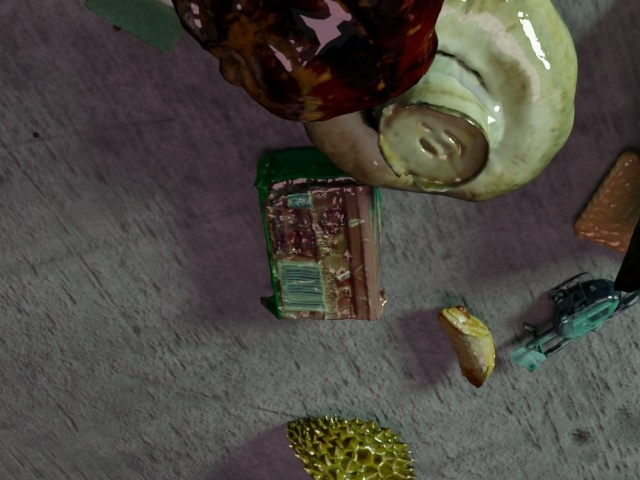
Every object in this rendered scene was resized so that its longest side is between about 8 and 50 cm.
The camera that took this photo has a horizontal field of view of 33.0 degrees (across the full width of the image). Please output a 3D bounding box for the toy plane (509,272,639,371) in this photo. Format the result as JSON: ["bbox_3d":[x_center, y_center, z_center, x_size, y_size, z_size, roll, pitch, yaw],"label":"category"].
[{"bbox_3d":[0.381,0.123,1.652,0.235,0.060,0.096,-37,131,25],"label":"toy plane"}]

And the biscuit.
[{"bbox_3d":[0.499,-0.029,1.526,0.249,0.030,0.160,18,129,-9],"label":"biscuit"}]

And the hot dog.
[{"bbox_3d":[0.237,0.156,1.684,0.078,0.061,0.169,20,145,48],"label":"hot dog"}]

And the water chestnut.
[{"bbox_3d":[-0.001,-0.262,1.055,0.289,0.244,0.289,7,111,20],"label":"water chestnut"}]

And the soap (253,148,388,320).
[{"bbox_3d":[0.000,0.002,1.560,0.217,0.098,0.273,-1,129,7],"label":"soap"}]

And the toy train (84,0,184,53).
[{"bbox_3d":[-0.272,-0.386,1.179,0.369,0.237,0.150,29,130,-16],"label":"toy train"}]

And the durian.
[{"bbox_3d":[0.080,0.416,1.867,0.306,0.172,0.166,31,150,-29],"label":"durian"}]

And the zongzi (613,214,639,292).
[{"bbox_3d":[0.495,-0.149,1.337,0.319,0.362,0.383,-25,160,-10],"label":"zongzi"}]

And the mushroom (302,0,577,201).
[{"bbox_3d":[0.133,-0.188,1.287,0.352,0.260,0.352,7,134,7],"label":"mushroom"}]
